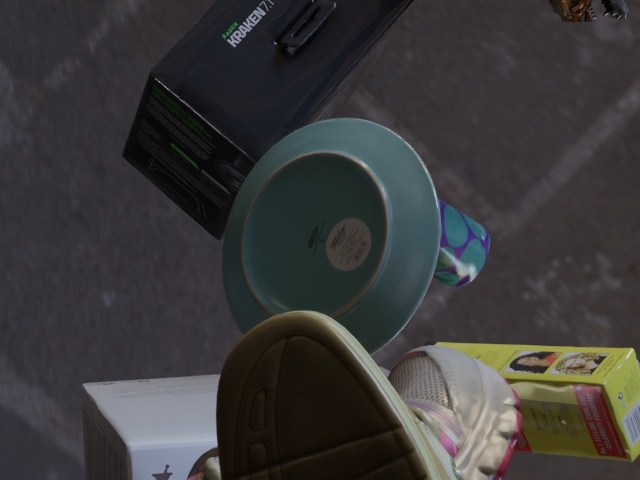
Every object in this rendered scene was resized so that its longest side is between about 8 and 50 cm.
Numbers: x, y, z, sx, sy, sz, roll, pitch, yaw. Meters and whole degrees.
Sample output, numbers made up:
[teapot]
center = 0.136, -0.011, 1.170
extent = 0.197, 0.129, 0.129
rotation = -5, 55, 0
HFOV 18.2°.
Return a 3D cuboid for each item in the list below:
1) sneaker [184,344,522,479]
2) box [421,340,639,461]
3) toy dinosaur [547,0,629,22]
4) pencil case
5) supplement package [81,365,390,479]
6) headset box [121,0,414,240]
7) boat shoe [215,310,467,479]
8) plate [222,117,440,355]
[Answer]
[sneaker]
center = -0.001, 0.107, 0.765
extent = 0.111, 0.252, 0.103
rotation = 27, 121, 5
[box]
center = 0.182, 0.140, 1.763
extent = 0.058, 0.232, 0.087
rotation = -42, 120, -39
[toy dinosaur]
center = 0.254, -0.345, 1.643
extent = 0.218, 0.164, 0.322
rotation = -1, 118, -8
[pencil case]
center = 0.085, -0.006, 1.751
extent = 0.070, 0.064, 0.152
rotation = -29, 148, 27
[supplement package]
center = -0.025, 0.187, 1.152
extent = 0.199, 0.263, 0.198
rotation = -3, 93, -12
[headset box]
center = -0.042, -0.158, 1.789
extent = 0.131, 0.283, 0.246
rotation = 41, 72, 1
[boat shoe]
center = 0.022, 0.088, 0.516
extent = 0.056, 0.048, 0.153
rotation = -30, 90, 17
[plate]
center = 0.000, 0.000, 1.431
extent = 0.188, 0.188, 0.024
rotation = -55, 145, 9
